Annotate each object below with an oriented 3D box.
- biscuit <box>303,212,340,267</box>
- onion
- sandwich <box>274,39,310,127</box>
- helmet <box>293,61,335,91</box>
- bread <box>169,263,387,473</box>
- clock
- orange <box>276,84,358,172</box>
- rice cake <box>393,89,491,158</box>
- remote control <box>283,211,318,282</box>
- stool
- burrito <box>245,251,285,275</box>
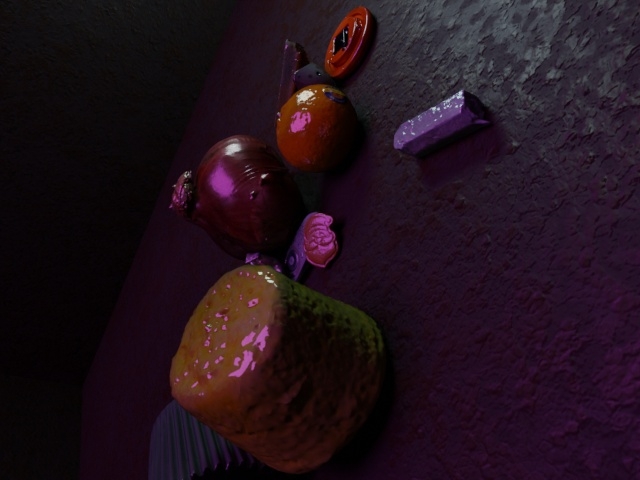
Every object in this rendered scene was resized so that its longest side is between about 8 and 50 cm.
[{"bbox_3d":[0.000,0.000,1.308,0.102,0.019,0.131,-7,85,37],"label":"biscuit"},{"bbox_3d":[-0.189,-0.111,1.487,0.353,0.353,0.354,-38,42,46],"label":"onion"},{"bbox_3d":[-0.081,-0.421,1.601,0.245,0.063,0.212,43,-118,-80],"label":"sandwich"},{"bbox_3d":[-0.017,-0.395,1.531,0.153,0.107,0.177,-61,-13,-61],"label":"helmet"},{"bbox_3d":[-0.078,0.223,1.032,0.348,0.308,0.348,-31,36,25],"label":"bread"},{"bbox_3d":[0.073,-0.542,1.524,0.205,0.051,0.205,-40,40,44],"label":"clock"},{"bbox_3d":[-0.009,-0.277,1.376,0.219,0.192,0.220,-178,90,-71],"label":"orange"},{"bbox_3d":[0.221,-0.214,1.043,0.206,0.069,0.063,-24,53,56],"label":"rice cake"},{"bbox_3d":[-0.051,0.042,1.401,0.256,0.045,0.097,-61,37,25],"label":"remote control"},{"bbox_3d":[-0.234,0.513,1.206,0.297,0.297,0.330,-68,23,7],"label":"stool"},{"bbox_3d":[-0.161,0.134,1.444,0.144,0.089,0.229,41,126,13],"label":"burrito"}]
